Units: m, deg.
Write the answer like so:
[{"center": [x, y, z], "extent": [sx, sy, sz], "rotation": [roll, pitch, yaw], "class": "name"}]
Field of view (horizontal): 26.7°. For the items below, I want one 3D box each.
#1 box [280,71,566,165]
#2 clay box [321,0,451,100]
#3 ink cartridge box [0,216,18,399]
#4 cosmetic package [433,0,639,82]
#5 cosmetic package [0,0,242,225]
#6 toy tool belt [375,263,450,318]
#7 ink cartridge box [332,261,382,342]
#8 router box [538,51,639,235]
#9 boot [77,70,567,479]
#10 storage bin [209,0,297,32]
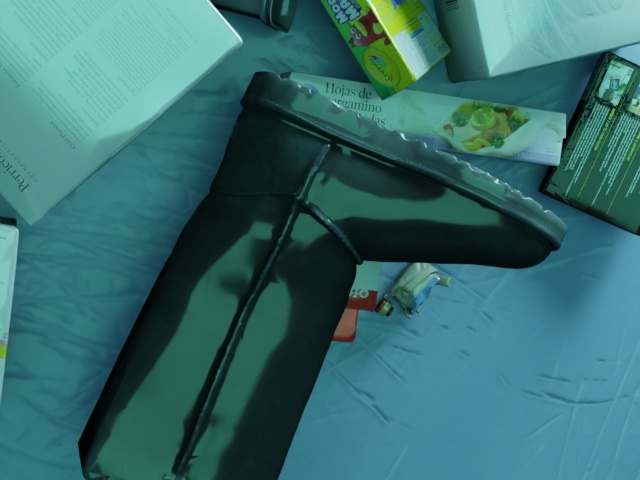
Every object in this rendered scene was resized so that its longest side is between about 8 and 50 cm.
[{"center": [0.113, -0.135, 1.514], "extent": [0.324, 0.067, 0.063], "rotation": [7, 93, -11], "class": "box"}, {"center": [0.048, -0.271, 1.454], "extent": [0.053, 0.127, 0.222], "rotation": [-29, 97, 31], "class": "clay box"}, {"center": [-0.366, 0.080, 1.387], "extent": [0.093, 0.154, 0.212], "rotation": [8, 92, -14], "class": "ink cartridge box"}, {"center": [0.245, -0.308, 1.491], "extent": [0.225, 0.138, 0.224], "rotation": [-15, 98, -11], "class": "cosmetic package"}, {"center": [-0.305, -0.249, 1.345], "extent": [0.284, 0.097, 0.377], "rotation": [-40, 100, 1], "class": "cosmetic package"}, {"center": [0.106, 0.063, 1.537], "extent": [0.051, 0.052, 0.083], "rotation": [38, 87, -4], "class": "toy tool belt"}, {"center": [0.000, 0.000, 1.495], "extent": [0.134, 0.078, 0.231], "rotation": [7, 94, -11], "class": "ink cartridge box"}, {"center": [0.349, -0.109, 1.553], "extent": [0.133, 0.046, 0.178], "rotation": [24, 96, -1], "class": "router box"}, {"center": [0.000, 0.103, 1.386], "extent": [0.367, 0.146, 0.445], "rotation": [25, 88, -1], "class": "boot"}, {"center": [-0.071, -0.300, 1.456], "extent": [0.091, 0.098, 0.135], "rotation": [12, 93, 15], "class": "storage bin"}]
